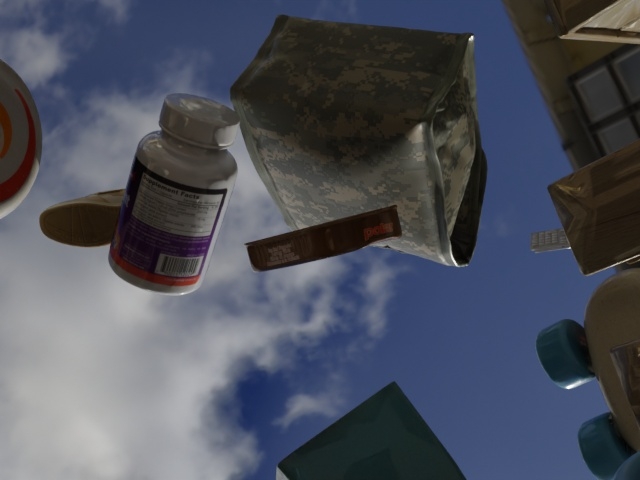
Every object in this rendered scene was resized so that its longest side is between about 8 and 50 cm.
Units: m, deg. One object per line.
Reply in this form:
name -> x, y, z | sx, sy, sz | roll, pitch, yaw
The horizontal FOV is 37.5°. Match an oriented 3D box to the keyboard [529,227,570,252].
keyboard -> 0.479, -0.017, 1.572 | 0.072, 0.256, 0.014 | -68, -34, -59

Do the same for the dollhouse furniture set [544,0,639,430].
dollhouse furniture set -> 0.223, -0.058, 0.417 | 0.212, 0.161, 0.242 | -9, -104, -43

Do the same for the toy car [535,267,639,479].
toy car -> 0.403, 0.133, 1.021 | 0.238, 0.219, 0.210 | 5, -123, -48

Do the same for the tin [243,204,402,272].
tin -> 0.000, 0.000, 0.937 | 0.106, 0.190, 0.040 | -10, -92, -37

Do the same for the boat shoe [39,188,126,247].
boat shoe -> -0.256, -0.032, 1.159 | 0.170, 0.059, 0.063 | -3, -63, -8

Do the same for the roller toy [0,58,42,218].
roller toy -> -0.405, -0.114, 1.019 | 0.191, 0.146, 0.209 | -13, -77, -61

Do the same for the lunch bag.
lunch bag -> 0.059, -0.097, 1.084 | 0.287, 0.235, 0.169 | 75, -146, -47

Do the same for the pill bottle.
pill bottle -> -0.149, -0.050, 0.986 | 0.108, 0.193, 0.108 | 17, -158, -7

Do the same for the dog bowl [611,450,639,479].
dog bowl -> 0.211, 0.167, 0.327 | 0.166, 0.297, 0.074 | -4, -69, -27

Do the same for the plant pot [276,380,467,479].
plant pot -> 0.086, 0.318, 1.041 | 0.166, 0.165, 0.234 | -32, -116, -24
